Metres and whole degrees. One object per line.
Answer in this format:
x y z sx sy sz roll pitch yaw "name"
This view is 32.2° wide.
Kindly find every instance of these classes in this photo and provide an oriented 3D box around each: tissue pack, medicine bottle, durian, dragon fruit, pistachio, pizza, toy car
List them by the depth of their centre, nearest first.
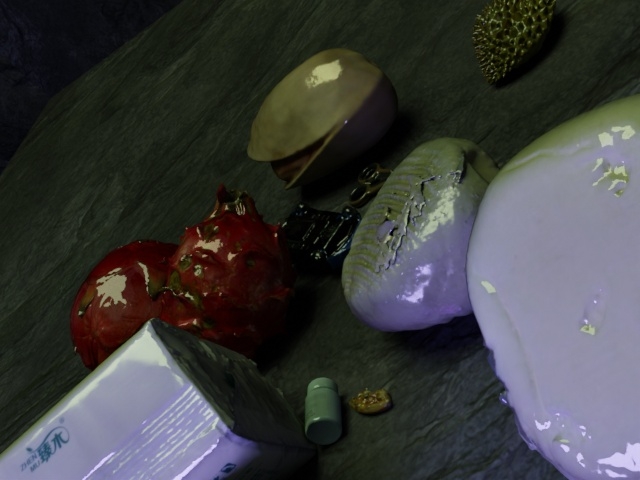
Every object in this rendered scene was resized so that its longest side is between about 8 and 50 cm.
-0.228 0.296 1.347 0.380 0.297 0.207 -42 66 5 "tissue pack"
0.061 0.199 1.380 0.083 0.016 0.037 -8 39 56 "pizza"
0.003 0.216 1.408 0.047 0.047 0.083 -37 26 20 "medicine bottle"
-0.130 0.052 1.650 0.210 0.205 0.268 5 86 24 "dragon fruit"
0.000 0.000 1.717 0.216 0.063 0.103 9 59 54 "toy car"
0.298 -0.346 1.726 0.146 0.102 0.208 -34 23 37 "durian"
-0.288 0.118 1.804 0.252 0.241 0.241 -40 22 -18 "dragon fruit"
0.003 -0.200 1.866 0.299 0.187 0.187 -39 25 36 "pistachio"

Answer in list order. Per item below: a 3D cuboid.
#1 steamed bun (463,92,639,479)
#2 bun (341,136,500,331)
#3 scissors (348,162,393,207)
0.310 0.041 0.953 0.312 0.233 0.333 -24 74 42 "steamed bun"
0.142 0.005 1.376 0.273 0.168 0.273 -49 20 25 "bun"
0.128 -0.104 1.726 0.220 0.017 0.088 -14 39 48 "scissors"
